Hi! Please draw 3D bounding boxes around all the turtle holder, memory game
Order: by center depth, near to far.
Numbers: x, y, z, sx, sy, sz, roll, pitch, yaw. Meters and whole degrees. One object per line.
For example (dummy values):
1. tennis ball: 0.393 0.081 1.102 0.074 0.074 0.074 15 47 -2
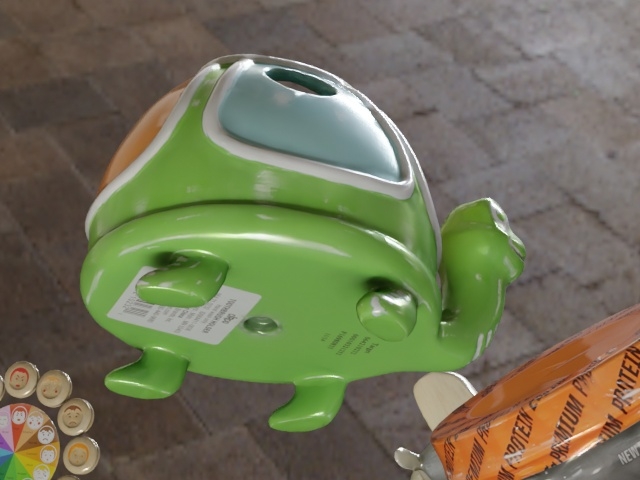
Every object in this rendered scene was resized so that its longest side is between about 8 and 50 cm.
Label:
1. turtle holder: -0.007 -0.010 1.028 0.320 0.243 0.227 -1 59 5
2. memory game: -0.299 0.207 1.370 0.186 0.012 0.186 -6 72 18

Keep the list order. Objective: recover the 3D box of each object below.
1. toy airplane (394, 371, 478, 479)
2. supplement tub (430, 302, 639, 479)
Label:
1. toy airplane: 0.247 0.367 1.590 0.384 0.272 0.386 11 77 15
2. supplement tub: 0.196 0.194 0.683 0.193 0.193 0.316 -28 87 -36
